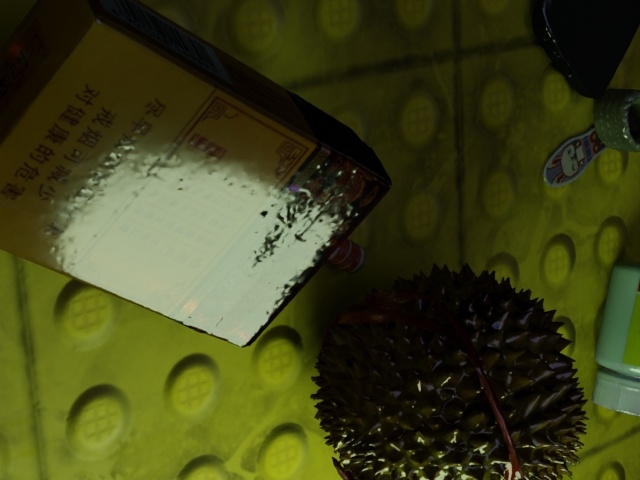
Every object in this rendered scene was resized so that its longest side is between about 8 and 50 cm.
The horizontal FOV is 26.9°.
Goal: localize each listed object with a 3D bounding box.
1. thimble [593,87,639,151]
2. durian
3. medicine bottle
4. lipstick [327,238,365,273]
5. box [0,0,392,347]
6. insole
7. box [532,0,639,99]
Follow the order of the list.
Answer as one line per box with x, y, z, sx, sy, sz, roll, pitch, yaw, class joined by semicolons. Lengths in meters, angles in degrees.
0.454;-0.176;1.973;0.110;0.062;0.084;37;73;-40;thimble
0.158;0.200;1.620;0.384;0.347;0.348;-12;110;-68;durian
0.495;0.149;2.039;0.139;0.139;0.225;9;94;-43;medicine bottle
0.000;0.000;1.628;0.130;0.038;0.038;30;80;-42;lipstick
-0.154;-0.065;1.350;0.415;0.116;0.264;25;113;-42;box
0.392;-0.135;1.974;0.197;0.004;0.065;-34;120;-32;insole
0.384;-0.327;1.897;0.212;0.042;0.201;41;72;-41;box
